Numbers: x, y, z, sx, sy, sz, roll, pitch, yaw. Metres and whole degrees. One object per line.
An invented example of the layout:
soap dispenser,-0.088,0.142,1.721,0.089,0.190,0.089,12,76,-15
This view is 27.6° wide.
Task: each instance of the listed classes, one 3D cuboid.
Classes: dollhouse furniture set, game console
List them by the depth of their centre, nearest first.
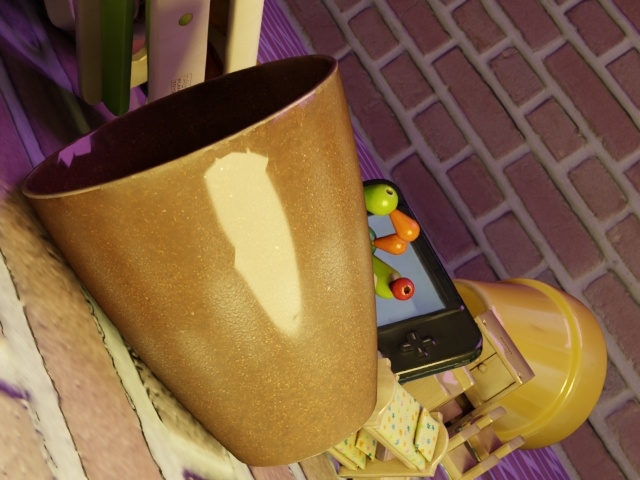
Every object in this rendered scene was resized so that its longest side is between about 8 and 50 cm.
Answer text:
dollhouse furniture set,0.067,0.126,1.148,0.182,0.101,0.161,47,46,-45
game console,0.000,0.000,1.309,0.293,0.250,0.173,-115,-165,-46
dollhouse furniture set,0.117,0.183,1.508,0.212,0.161,0.242,57,30,11

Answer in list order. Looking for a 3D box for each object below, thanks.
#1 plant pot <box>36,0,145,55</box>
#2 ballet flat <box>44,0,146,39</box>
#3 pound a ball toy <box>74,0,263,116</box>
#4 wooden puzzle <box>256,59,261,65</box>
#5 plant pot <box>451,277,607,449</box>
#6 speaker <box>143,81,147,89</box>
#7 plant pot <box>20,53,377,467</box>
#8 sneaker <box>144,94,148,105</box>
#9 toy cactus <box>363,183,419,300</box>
plant pot,-0.248,-0.268,1.287,0.236,0.032,0.236,51,16,-21
ballet flat,-0.221,-0.245,1.056,0.139,0.139,0.400,58,14,13
pound a ball toy,-0.087,-0.139,1.043,0.208,0.135,0.319,50,-26,23
wooden puzzle,-0.116,-0.222,1.522,0.239,0.044,0.221,55,11,1
plant pot,0.250,0.162,1.904,0.239,0.254,0.254,24,29,-45
speaker,-0.169,-0.182,1.413,0.136,0.055,0.055,56,8,-4
plant pot,-0.051,0.026,0.863,0.215,0.215,0.230,-98,168,-72
sneaker,-0.116,-0.129,1.352,0.118,0.042,0.067,6,7,-39
toy cactus,0.004,-0.033,1.224,0.219,0.112,0.180,48,-7,-5
